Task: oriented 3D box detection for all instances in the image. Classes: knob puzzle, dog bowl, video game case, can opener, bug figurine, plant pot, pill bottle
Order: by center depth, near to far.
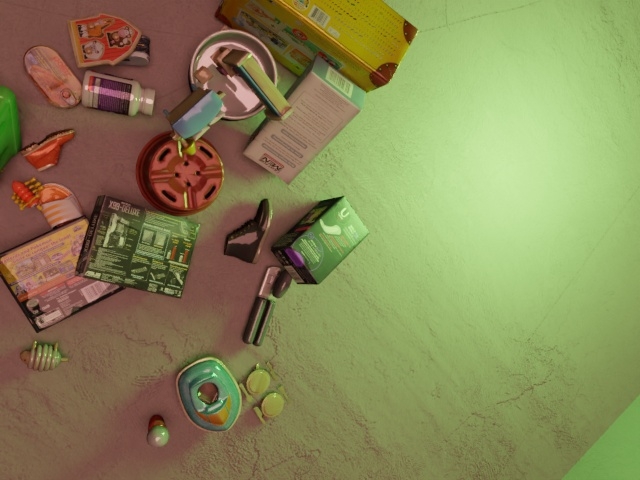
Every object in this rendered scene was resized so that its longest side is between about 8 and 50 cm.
[{"bbox_3d":[-0.935,-0.099,1.552,0.279,0.072,0.216,-45,101,-4],"label":"bug figurine"},{"bbox_3d":[-0.613,-0.585,1.585,0.213,0.030,0.213,3,67,-6],"label":"knob puzzle"},{"bbox_3d":[-0.750,0.096,1.602,0.275,0.035,0.248,-28,109,-16],"label":"video game case"},{"bbox_3d":[-0.589,-0.425,1.622,0.194,0.108,0.108,8,94,-19],"label":"pill bottle"},{"bbox_3d":[-0.402,-0.195,1.629,0.273,0.265,0.272,-2,98,-18],"label":"plant pot"},{"bbox_3d":[-0.272,-0.503,1.708,0.265,0.104,0.264,-2,97,-17],"label":"dog bowl"},{"bbox_3d":[-0.181,0.219,1.848,0.074,0.093,0.280,22,89,-32],"label":"can opener"}]

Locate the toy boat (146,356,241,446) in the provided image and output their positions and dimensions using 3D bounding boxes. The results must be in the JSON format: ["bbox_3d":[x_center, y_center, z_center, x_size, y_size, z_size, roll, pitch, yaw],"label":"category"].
[{"bbox_3d":[-0.409,0.545,1.784,0.318,0.148,0.267,-30,105,-13],"label":"toy boat"}]

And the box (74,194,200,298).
[{"bbox_3d":[-0.536,0.025,1.647,0.308,0.077,0.242,18,80,-37],"label":"box"}]

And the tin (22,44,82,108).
[{"bbox_3d":[-0.768,-0.469,1.596,0.106,0.040,0.189,-36,106,-7],"label":"tin"}]

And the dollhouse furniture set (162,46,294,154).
[{"bbox_3d":[-0.283,-0.353,1.539,0.303,0.286,0.198,-44,123,-5],"label":"dollhouse furniture set"}]

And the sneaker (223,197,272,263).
[{"bbox_3d":[-0.235,-0.040,1.800,0.118,0.083,0.221,15,93,-19],"label":"sneaker"}]

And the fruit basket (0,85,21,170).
[{"bbox_3d":[-0.994,-0.368,1.458,0.393,0.283,0.391,12,50,-15],"label":"fruit basket"}]

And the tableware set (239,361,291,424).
[{"bbox_3d":[-0.196,0.525,1.911,0.128,0.039,0.194,-35,112,-23],"label":"tableware set"}]

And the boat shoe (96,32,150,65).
[{"bbox_3d":[-0.595,-0.566,1.632,0.184,0.065,0.083,3,72,-8],"label":"boat shoe"}]

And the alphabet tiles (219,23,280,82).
[{"bbox_3d":[-0.254,-0.544,1.769,0.237,0.009,0.198,33,86,-19],"label":"alphabet tiles"}]

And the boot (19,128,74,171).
[{"bbox_3d":[-0.777,-0.265,1.614,0.158,0.059,0.084,-34,119,-12],"label":"boot"}]

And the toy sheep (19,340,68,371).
[{"bbox_3d":[-0.827,0.349,1.657,0.132,0.091,0.091,11,94,-24],"label":"toy sheep"}]

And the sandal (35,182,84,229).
[{"bbox_3d":[-0.740,-0.050,1.636,0.102,0.076,0.265,-30,104,-13],"label":"sandal"}]

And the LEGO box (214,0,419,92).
[{"bbox_3d":[-0.025,-0.642,1.636,0.500,0.372,0.193,31,83,-20],"label":"LEGO box"}]

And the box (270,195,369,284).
[{"bbox_3d":[0.000,0.000,1.817,0.270,0.143,0.165,-43,109,-26],"label":"box"}]

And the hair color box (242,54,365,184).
[{"bbox_3d":[-0.055,-0.354,1.684,0.185,0.374,0.113,33,41,-19],"label":"hair color box"}]
